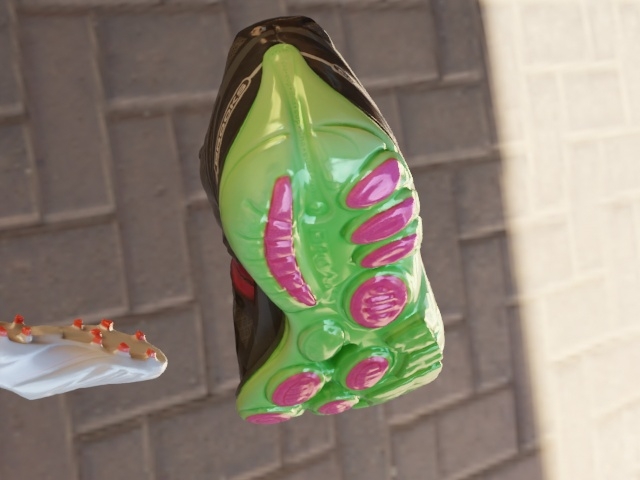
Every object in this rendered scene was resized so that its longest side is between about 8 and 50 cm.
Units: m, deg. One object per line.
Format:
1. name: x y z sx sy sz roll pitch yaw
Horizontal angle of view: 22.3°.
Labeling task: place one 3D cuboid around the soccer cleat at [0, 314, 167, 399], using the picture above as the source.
1. soccer cleat: -0.240 0.115 1.522 0.196 0.068 0.076 8 111 -29

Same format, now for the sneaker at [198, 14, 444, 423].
1. sneaker: 0.000 0.000 1.308 0.483 0.185 0.202 93 -13 -58
